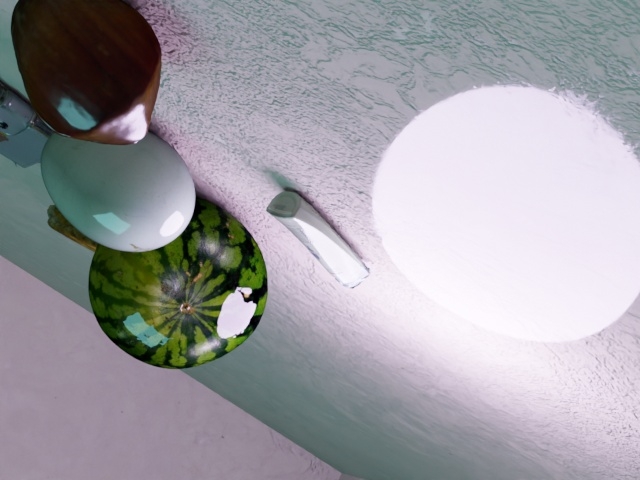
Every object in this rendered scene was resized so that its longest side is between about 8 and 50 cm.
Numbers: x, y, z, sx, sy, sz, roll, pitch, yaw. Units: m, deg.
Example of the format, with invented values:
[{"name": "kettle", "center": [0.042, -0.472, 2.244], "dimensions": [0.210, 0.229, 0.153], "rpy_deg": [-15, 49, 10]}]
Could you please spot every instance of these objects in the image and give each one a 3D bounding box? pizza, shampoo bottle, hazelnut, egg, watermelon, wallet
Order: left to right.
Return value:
[{"name": "wallet", "center": [-0.542, -0.211, 2.222], "dimensions": [0.170, 0.069, 0.231], "rpy_deg": [-16, 139, 44]}, {"name": "hazelnut", "center": [-0.281, -0.207, 1.576], "dimensions": [0.181, 0.181, 0.212], "rpy_deg": [10, 176, -5]}, {"name": "egg", "center": [-0.305, -0.086, 1.977], "dimensions": [0.264, 0.183, 0.183], "rpy_deg": [28, 165, 24]}, {"name": "pizza", "center": [-0.376, 0.013, 2.600], "dimensions": [0.268, 0.087, 0.258], "rpy_deg": [14, 163, 46]}, {"name": "watermelon", "center": [-0.231, 0.064, 2.144], "dimensions": [0.285, 0.285, 0.285], "rpy_deg": [27, 164, 8]}, {"name": "shampoo bottle", "center": [0.000, 0.000, 1.954], "dimensions": [0.072, 0.049, 0.212], "rpy_deg": [10, 156, 40]}]
